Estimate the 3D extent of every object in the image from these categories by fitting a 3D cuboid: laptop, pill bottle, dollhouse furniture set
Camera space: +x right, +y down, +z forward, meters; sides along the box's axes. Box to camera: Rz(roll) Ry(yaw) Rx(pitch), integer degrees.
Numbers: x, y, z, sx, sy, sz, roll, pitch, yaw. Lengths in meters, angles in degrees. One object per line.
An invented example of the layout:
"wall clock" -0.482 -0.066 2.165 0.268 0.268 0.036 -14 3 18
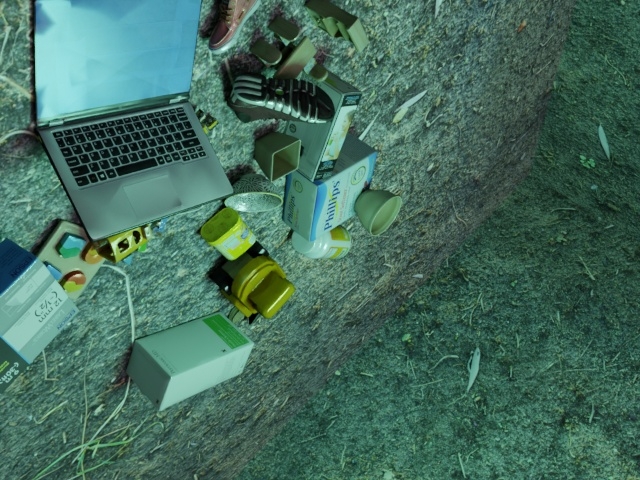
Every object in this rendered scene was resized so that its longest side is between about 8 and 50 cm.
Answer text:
"laptop" -0.359 -0.268 1.325 0.382 0.407 0.236 -25 177 -43
"pill bottle" 0.000 0.000 2.351 0.246 0.136 0.136 4 120 -60
"dollhouse furniture set" -0.019 -0.490 1.657 0.242 0.161 0.212 -51 154 0

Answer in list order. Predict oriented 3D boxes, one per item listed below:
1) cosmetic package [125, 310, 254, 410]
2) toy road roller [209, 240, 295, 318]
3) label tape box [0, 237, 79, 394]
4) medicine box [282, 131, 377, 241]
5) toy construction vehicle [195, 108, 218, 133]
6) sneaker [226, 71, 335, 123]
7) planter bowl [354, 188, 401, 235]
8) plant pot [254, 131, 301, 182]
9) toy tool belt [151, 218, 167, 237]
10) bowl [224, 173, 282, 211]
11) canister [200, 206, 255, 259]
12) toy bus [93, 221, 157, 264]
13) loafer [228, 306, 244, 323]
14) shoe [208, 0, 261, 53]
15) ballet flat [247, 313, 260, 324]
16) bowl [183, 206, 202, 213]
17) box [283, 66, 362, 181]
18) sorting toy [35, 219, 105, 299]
"cosmetic package" -0.425 0.388 2.098 0.366 0.197 0.155 -15 136 -53
"toy road roller" -0.195 0.163 2.123 0.202 0.241 0.329 -46 154 -10
"label tape box" -0.676 0.197 1.411 0.249 0.115 0.347 -53 155 -27
"medicine box" 0.028 -0.182 2.149 0.289 0.149 0.263 -34 149 -34
"toy construction vehicle" -0.311 -0.289 1.599 0.098 0.035 0.086 -46 165 -6
"sneaker" -0.114 -0.354 1.671 0.282 0.106 0.162 12 162 -26
"planter bowl" 0.188 -0.113 2.201 0.162 0.109 0.162 -40 153 -25
"plant pot" -0.132 -0.255 1.852 0.109 0.096 0.109 -32 148 -33
"toy tool belt" -0.425 -0.054 1.687 0.052 0.051 0.083 -15 136 -52
"bowl" -0.198 -0.147 1.873 0.170 0.080 0.170 -3 164 -1
"canister" -0.277 -0.016 1.945 0.126 0.073 0.170 -40 155 -4
"toy bus" -0.460 -0.033 1.557 0.191 0.104 0.202 19 94 -59
"loafer" -0.281 0.249 2.316 0.148 0.050 0.056 -55 154 7
"shoe" -0.209 -0.514 1.438 0.178 0.064 0.081 -55 153 -5
"ballet flat" -0.236 0.251 2.376 0.049 0.058 0.173 -78 -174 -51
"bowl" -0.360 -0.141 1.680 0.142 0.053 0.142 -18 138 -50
"box" -0.008 -0.341 1.867 0.087 0.169 0.289 -17 140 -46
"sorting toy" -0.607 0.056 1.549 0.193 0.038 0.208 -53 154 4
